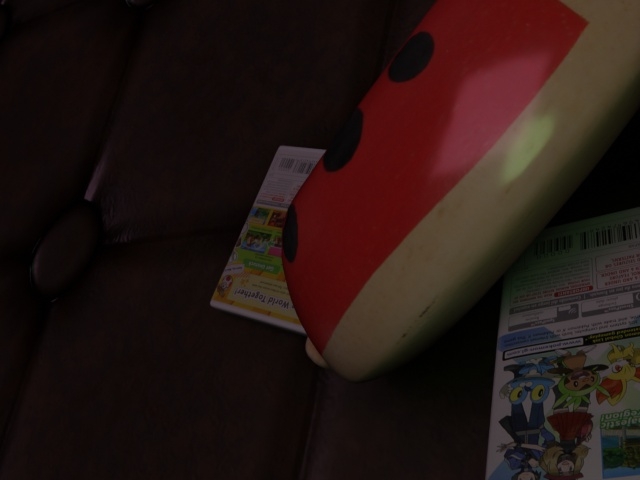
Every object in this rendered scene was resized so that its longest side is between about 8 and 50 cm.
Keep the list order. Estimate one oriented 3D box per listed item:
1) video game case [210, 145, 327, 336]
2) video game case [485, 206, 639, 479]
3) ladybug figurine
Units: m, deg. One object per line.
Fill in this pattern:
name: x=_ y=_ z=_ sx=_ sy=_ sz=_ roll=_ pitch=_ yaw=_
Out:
video game case: x=0.000 y=0.000 z=0.966 sx=0.227 sy=0.026 sz=0.206 roll=11 pitch=73 yaw=42
video game case: x=0.273 y=0.056 z=0.573 sx=0.329 sy=0.036 sz=0.300 roll=-13 pitch=30 yaw=23
ladybug figurine: x=0.110 y=-0.078 z=0.730 sx=0.449 sy=0.162 sz=0.305 roll=-53 pitch=0 yaw=13
